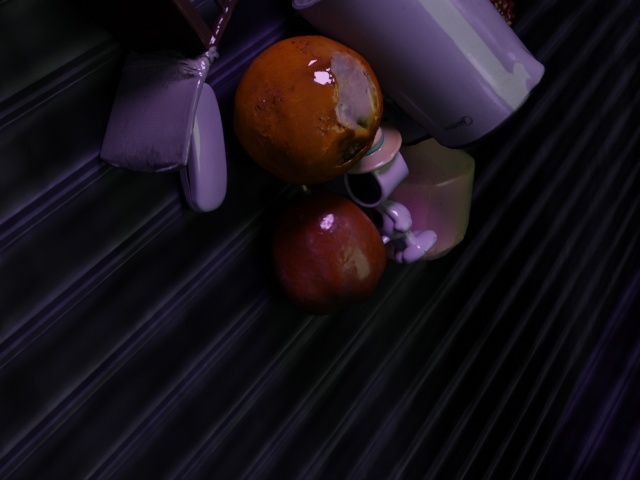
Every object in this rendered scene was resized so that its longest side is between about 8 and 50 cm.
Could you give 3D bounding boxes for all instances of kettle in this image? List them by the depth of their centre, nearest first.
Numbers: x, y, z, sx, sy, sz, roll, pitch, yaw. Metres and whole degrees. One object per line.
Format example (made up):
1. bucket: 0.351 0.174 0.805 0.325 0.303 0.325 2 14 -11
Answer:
1. kettle: 0.134 -0.333 1.665 0.376 0.361 0.250 42 47 -24

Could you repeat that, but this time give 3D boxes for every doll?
1. doll: 0.118 -0.090 1.735 0.271 0.208 0.144 45 65 -5

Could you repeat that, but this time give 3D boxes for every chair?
1. chair: -0.226 -0.270 1.284 0.186 0.160 0.319 49 54 -56

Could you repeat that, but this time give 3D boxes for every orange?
1. orange: -0.020 -0.205 1.546 0.240 0.240 0.240 -16 109 -56

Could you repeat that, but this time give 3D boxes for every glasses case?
1. glasses case: -0.181 -0.139 1.473 0.076 0.049 0.197 -31 121 -52

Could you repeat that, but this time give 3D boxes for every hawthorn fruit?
1. hawthorn fruit: 0.000 0.000 1.675 0.199 0.199 0.251 -40 113 -48

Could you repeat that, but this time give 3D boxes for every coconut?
1. coconut: 0.184 -0.103 1.922 0.233 0.233 0.245 -31 128 -52

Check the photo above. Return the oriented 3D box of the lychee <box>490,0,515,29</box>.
1. lychee: 0.233 -0.422 1.885 0.275 0.275 0.304 38 26 -54
